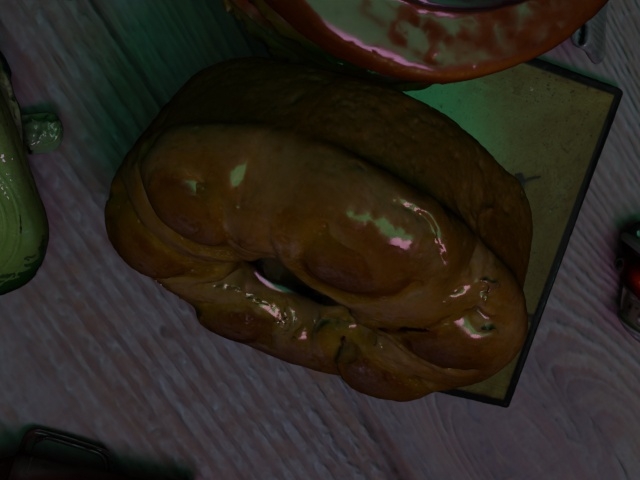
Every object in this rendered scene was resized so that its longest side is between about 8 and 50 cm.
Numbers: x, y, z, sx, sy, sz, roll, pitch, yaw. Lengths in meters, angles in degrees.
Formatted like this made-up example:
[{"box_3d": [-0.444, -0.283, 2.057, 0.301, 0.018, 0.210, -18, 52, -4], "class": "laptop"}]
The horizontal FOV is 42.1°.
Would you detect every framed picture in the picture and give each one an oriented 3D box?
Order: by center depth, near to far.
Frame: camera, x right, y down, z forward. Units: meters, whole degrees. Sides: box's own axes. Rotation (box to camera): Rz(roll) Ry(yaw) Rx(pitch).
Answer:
[{"box_3d": [0.123, -0.019, 0.794, 0.255, 0.014, 0.339, 16, 99, -15], "class": "framed picture"}]

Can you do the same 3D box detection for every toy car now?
[{"box_3d": [0.352, 0.058, 0.821, 0.139, 0.112, 0.112, 9, 116, -23], "class": "toy car"}]

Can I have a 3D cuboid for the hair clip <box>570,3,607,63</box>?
[{"box_3d": [0.256, -0.268, 0.715, 0.071, 0.159, 0.219, 25, 99, 27], "class": "hair clip"}]

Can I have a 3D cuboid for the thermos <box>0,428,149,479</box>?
[{"box_3d": [-0.226, 0.240, 0.742, 0.232, 0.099, 0.124, 18, 61, -13], "class": "thermos"}]

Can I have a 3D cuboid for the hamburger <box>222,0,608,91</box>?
[{"box_3d": [0.061, -0.271, 0.602, 0.329, 0.250, 0.330, -3, 104, -12], "class": "hamburger"}]

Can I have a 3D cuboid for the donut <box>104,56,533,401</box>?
[{"box_3d": [0.000, 0.000, 0.634, 0.317, 0.299, 0.150, 39, 55, -27], "class": "donut"}]

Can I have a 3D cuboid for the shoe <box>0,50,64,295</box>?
[{"box_3d": [-0.280, -0.068, 0.643, 0.140, 0.128, 0.262, -2, 132, -2], "class": "shoe"}]
